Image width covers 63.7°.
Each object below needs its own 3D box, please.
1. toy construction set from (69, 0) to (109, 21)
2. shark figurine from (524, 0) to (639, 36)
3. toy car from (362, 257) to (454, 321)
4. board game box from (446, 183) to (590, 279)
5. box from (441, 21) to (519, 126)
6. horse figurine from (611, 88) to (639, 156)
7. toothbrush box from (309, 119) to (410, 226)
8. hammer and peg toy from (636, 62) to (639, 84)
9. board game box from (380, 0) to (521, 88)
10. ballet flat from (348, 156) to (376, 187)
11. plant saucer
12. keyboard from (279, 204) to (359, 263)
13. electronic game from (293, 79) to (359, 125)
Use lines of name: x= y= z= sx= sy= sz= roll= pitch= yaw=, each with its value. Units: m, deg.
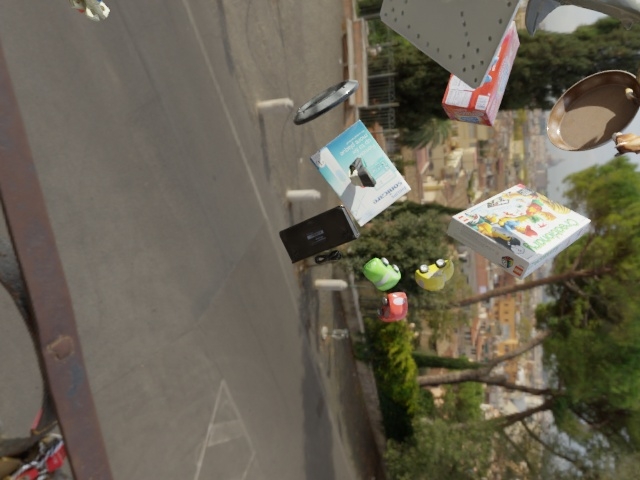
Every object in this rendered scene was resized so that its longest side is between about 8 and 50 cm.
toy construction set: x=-0.511 y=-0.658 z=1.197 sx=0.151 sy=0.328 sz=0.215 roll=46 pitch=31 yaw=-18
shark figurine: x=0.312 y=-0.281 z=0.611 sx=0.116 sy=0.278 sz=0.166 roll=-56 pitch=-168 yaw=29
toy car: x=0.185 y=0.108 z=1.220 sx=0.225 sy=0.239 sz=0.053 roll=28 pitch=29 yaw=-40
board game box: x=0.456 y=-0.031 z=1.176 sx=0.305 sy=0.193 sz=0.053 roll=-23 pitch=138 yaw=-38
box: x=0.444 y=-0.461 z=1.420 sx=0.123 sy=0.128 sz=0.256 roll=19 pitch=88 yaw=-62
horse figurine: x=0.603 y=-0.179 z=0.825 sx=0.174 sy=0.263 sz=0.066 roll=-67 pitch=166 yaw=-50
toothbrush box: x=0.135 y=-0.229 z=1.785 sx=0.295 sy=0.216 sz=0.126 roll=54 pitch=5 yaw=-5
hammer and peg toy: x=0.702 y=-0.337 z=0.761 sx=0.127 sy=0.361 sz=0.265 roll=-55 pitch=152 yaw=-55
board game box: x=0.321 y=-0.618 z=1.182 sx=0.050 sy=0.390 sz=0.390 roll=-18 pitch=143 yaw=-30
ballet flat: x=0.125 y=-0.204 z=1.614 sx=0.203 sy=0.074 sz=0.074 roll=-103 pitch=180 yaw=-63
plant saucer: x=0.500 y=-0.230 z=0.939 sx=0.029 sy=0.168 sz=0.168 roll=30 pitch=58 yaw=-31
keyboard: x=0.000 y=0.000 z=1.113 sx=0.023 sy=0.180 sz=0.108 roll=-34 pitch=100 yaw=-57
electronic game: x=0.016 y=-0.417 z=1.560 sx=0.048 sy=0.229 sz=0.229 roll=56 pitch=36 yaw=-21
